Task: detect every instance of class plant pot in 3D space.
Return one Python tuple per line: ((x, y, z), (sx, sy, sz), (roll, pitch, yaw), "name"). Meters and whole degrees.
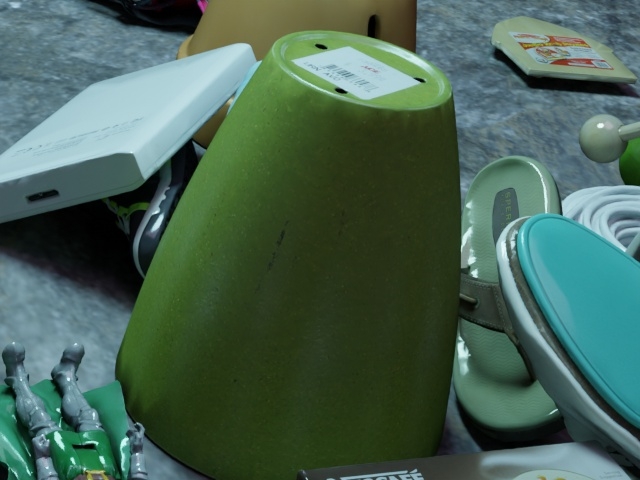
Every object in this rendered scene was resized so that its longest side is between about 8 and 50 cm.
((0.000, 0.000, 1.113), (0.274, 0.293, 0.275), (11, 29, -6), "plant pot")
((-0.014, -0.221, 1.602), (0.291, 0.203, 0.291), (11, 29, -6), "plant pot")

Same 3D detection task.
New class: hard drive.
((-0.200, -0.104, 1.376), (0.203, 0.040, 0.307), (-12, 20, 22), "hard drive")

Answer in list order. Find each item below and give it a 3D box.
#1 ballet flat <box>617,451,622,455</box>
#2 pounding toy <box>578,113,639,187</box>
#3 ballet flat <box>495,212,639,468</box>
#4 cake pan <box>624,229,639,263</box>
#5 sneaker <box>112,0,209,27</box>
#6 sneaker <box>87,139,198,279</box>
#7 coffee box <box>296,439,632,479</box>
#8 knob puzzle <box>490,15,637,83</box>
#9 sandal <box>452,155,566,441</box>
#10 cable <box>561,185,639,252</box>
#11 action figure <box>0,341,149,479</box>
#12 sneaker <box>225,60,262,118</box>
((0.230, 0.116, 1.227), (0.058, 0.084, 0.250), (16, 17, -40), "ballet flat")
((0.393, -0.045, 1.557), (0.183, 0.110, 0.237), (-2, -26, 40), "pounding toy")
((0.269, 0.149, 1.083), (0.400, 0.139, 0.139), (41, 35, 13), "ballet flat")
((0.367, 0.077, 1.192), (0.054, 0.293, 0.293), (24, 16, -43), "cake pan")
((-0.245, -0.337, 1.806), (0.299, 0.121, 0.112), (9, 58, 7), "sneaker")
((-0.167, -0.024, 1.334), (0.097, 0.084, 0.235), (-9, 27, 6), "sneaker")
((0.110, 0.223, 0.967), (0.246, 0.098, 0.141), (-1, 32, -26), "coffee box")
((0.321, -0.262, 2.010), (0.213, 0.030, 0.213), (11, 29, -6), "knob puzzle")
((0.155, 0.039, 1.236), (0.120, 0.086, 0.303), (-19, 48, 19), "sandal")
((0.336, 0.037, 1.421), (0.257, 0.089, 0.257), (20, 28, 9), "cable")
((-0.166, 0.159, 1.002), (0.137, 0.063, 0.232), (0, 35, -30), "action figure")
((0.033, -0.101, 1.383), (0.135, 0.150, 0.366), (19, 9, 23), "sneaker")
